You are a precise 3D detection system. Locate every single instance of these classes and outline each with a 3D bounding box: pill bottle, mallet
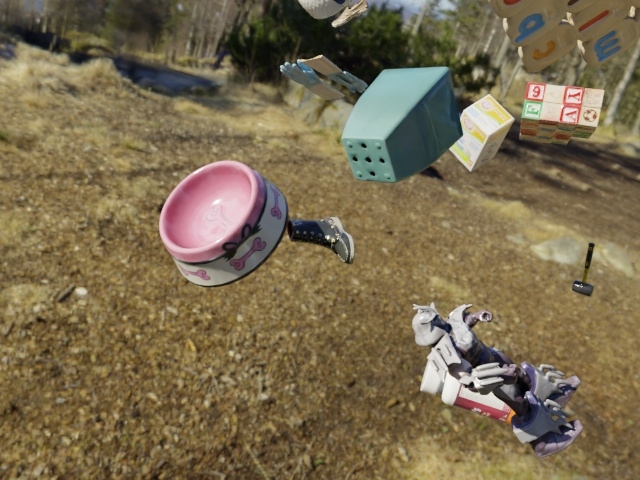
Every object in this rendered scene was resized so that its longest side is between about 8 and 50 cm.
[{"bbox_3d":[0.348,0.330,1.409,0.221,0.121,0.121,16,22,9],"label":"pill bottle"},{"bbox_3d":[0.818,0.092,1.883,0.062,0.189,0.039,28,46,29],"label":"mallet"}]

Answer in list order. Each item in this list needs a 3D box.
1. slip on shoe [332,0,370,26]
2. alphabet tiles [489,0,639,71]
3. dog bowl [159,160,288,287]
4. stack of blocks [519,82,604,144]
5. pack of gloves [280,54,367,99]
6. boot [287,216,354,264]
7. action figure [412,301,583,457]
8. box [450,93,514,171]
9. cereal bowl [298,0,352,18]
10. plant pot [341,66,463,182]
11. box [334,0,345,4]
[{"bbox_3d":[0.096,-0.753,2.050,0.041,0.136,0.051,58,26,-26],"label":"slip on shoe"},{"bbox_3d":[0.340,-0.319,0.710,0.284,0.278,0.021,32,33,-49],"label":"alphabet tiles"},{"bbox_3d":[-0.311,-0.069,1.892,0.408,0.408,0.150,42,-8,41],"label":"dog bowl"},{"bbox_3d":[0.605,-0.314,1.582,0.171,0.087,0.297,11,2,16],"label":"stack of blocks"},{"bbox_3d":[0.013,-0.484,1.798,0.195,0.046,0.232,0,-13,43],"label":"pack of gloves"},{"bbox_3d":[-0.001,0.001,1.972,0.179,0.085,0.236,0,32,-19],"label":"boot"},{"bbox_3d":[0.231,0.168,0.846,0.285,0.099,0.185,37,27,-15],"label":"action figure"},{"bbox_3d":[0.477,-0.319,1.852,0.103,0.203,0.114,-33,72,-16],"label":"box"},{"bbox_3d":[0.041,-0.796,1.713,0.141,0.339,0.339,33,14,-32],"label":"cereal bowl"},{"bbox_3d":[0.158,-0.230,1.291,0.166,0.165,0.234,11,45,39],"label":"plant pot"},{"bbox_3d":[-0.017,-0.597,1.273,0.225,0.136,0.036,31,41,-11],"label":"box"}]
